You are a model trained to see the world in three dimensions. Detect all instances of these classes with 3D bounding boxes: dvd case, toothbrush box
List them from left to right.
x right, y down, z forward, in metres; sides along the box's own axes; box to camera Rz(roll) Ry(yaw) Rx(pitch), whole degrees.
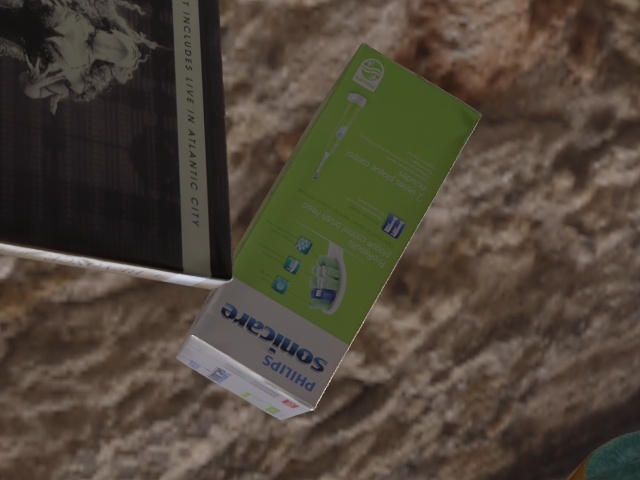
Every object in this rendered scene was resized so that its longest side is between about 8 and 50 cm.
[{"bbox_3d":[-0.127,-0.077,0.536,0.221,0.018,0.164,11,-115,-37],"label":"dvd case"},{"bbox_3d":[0.000,0.000,1.358,0.122,0.206,0.283,32,-103,-3],"label":"toothbrush box"}]

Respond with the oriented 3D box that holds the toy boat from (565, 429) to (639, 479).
[{"bbox_3d":[0.196,0.109,0.573,0.318,0.267,0.148,3,-112,-33],"label":"toy boat"}]
